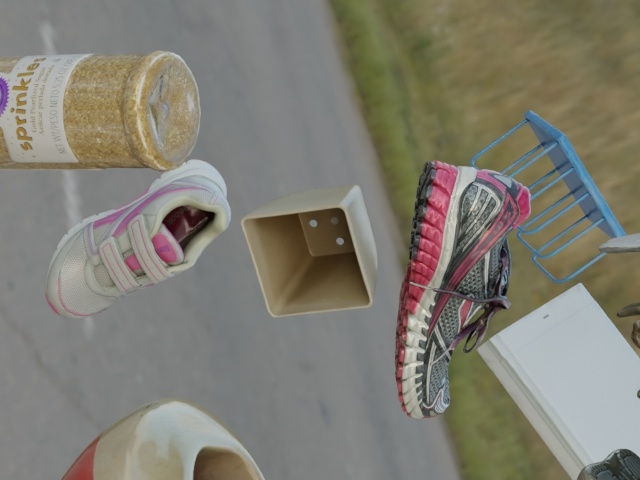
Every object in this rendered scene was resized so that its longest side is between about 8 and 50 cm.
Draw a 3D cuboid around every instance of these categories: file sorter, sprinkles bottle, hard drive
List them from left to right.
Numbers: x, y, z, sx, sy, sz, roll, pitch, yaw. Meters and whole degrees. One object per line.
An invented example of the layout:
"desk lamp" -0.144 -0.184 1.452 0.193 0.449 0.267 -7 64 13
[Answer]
"sprinkles bottle" -0.299 -0.130 1.783 0.121 0.355 0.121 -5 95 -63
"file sorter" 0.275 -0.050 2.134 0.170 0.104 0.118 55 -1 -23
"hard drive" 0.335 0.209 2.028 0.203 0.040 0.307 -26 75 -47

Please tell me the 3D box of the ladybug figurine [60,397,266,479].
"ladybug figurine" -0.155 0.314 1.735 0.449 0.162 0.305 38 38 -71

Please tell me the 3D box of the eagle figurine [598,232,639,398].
"eagle figurine" 0.386 -0.016 1.481 0.226 0.225 0.298 -85 -166 -63

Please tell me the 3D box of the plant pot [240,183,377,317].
"plant pot" 0.000 0.000 1.708 0.096 0.109 0.109 -57 136 -58

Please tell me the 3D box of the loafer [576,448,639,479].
"loafer" 0.167 0.155 1.008 0.056 0.050 0.148 50 16 25

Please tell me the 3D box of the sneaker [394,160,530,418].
"sneaker" 0.138 0.064 1.799 0.121 0.112 0.299 -84 -178 -56

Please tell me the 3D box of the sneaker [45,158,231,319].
"sneaker" -0.209 0.004 2.026 0.103 0.252 0.111 53 -5 -23
